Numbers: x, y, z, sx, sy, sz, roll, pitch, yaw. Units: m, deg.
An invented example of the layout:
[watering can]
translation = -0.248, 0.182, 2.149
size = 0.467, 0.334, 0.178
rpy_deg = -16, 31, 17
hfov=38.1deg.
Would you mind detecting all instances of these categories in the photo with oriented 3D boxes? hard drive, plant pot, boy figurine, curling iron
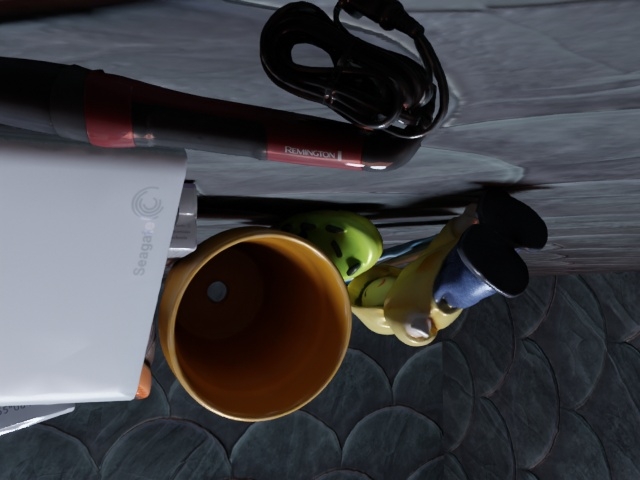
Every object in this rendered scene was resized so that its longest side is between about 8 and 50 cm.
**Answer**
[hard drive]
translation = -0.252, 0.018, 0.575
size = 0.308, 0.203, 0.040
rpy_deg = 2, -151, -28
[plant pot]
translation = -0.095, 0.077, 1.053
size = 0.205, 0.205, 0.188
rpy_deg = 2, -172, -24
[boy figurine]
translation = 0.123, 0.035, 0.994
size = 0.092, 0.177, 0.285
rpy_deg = 37, 153, -11
[curling iron]
translation = -0.083, -0.066, 0.367
size = 0.274, 0.068, 0.035
rpy_deg = 4, 178, 18

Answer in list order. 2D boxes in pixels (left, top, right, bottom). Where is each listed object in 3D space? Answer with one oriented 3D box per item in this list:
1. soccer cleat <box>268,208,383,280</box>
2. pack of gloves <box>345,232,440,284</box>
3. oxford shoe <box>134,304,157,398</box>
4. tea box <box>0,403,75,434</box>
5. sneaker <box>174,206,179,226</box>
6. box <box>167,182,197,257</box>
[soccer cleat]
translation = -0.001, -0.001, 1.141
size = 0.121, 0.093, 0.289
rpy_deg = -33, -172, -29
[pack of gloves]
translation = 0.088, 0.040, 1.204
size = 0.232, 0.046, 0.195
rpy_deg = -19, -178, 26
[oxford shoe]
translation = -0.264, 0.083, 1.119
size = 0.130, 0.132, 0.363
rpy_deg = 10, 155, -2
[tea box]
translation = -0.436, 0.090, 0.861
size = 0.329, 0.220, 0.323
rpy_deg = -14, -177, -24
[sneaker]
translation = -0.233, -0.014, 0.659
size = 0.272, 0.108, 0.100
rpy_deg = 1, 174, -30
[box]
translation = -0.179, -0.010, 0.980
size = 0.067, 0.063, 0.324
rpy_deg = 1, 176, -13
